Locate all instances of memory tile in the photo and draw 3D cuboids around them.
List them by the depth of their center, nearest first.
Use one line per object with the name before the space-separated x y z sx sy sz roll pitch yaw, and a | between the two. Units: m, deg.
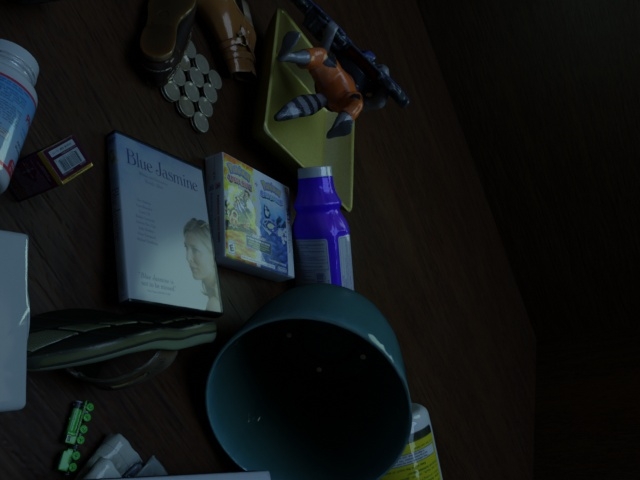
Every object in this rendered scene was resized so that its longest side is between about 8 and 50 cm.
memory tile | -0.219 -0.266 0.995 0.113 0.012 0.148 47 40 -42

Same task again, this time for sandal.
sandal | -0.229 0.135 0.697 0.302 0.120 0.086 13 88 -62

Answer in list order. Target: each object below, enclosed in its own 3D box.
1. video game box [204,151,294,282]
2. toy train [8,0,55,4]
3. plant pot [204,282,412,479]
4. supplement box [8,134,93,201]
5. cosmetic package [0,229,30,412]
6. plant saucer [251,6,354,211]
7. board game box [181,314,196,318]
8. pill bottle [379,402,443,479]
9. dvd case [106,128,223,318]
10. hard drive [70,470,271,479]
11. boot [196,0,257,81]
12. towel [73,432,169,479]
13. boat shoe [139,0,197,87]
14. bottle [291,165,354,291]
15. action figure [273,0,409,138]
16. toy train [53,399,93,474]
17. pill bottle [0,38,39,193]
video game box | -0.122 -0.035 1.033 0.205 0.048 0.187 23 55 -56
toy train | -0.301 -0.384 0.598 0.142 0.334 0.190 -23 101 -31
plant pot | -0.004 0.201 0.911 0.235 0.292 0.293 -66 136 -70
supplement box | -0.314 -0.083 0.664 0.043 0.083 0.055 63 31 -22
cosmetic package | -0.354 0.067 0.452 0.183 0.151 0.151 18 63 -57
plant saucer | -0.039 -0.264 1.251 0.332 0.080 0.333 39 45 -47
board game box | -0.209 0.057 0.859 0.090 0.020 0.090 48 38 -41
pill bottle | 0.151 0.504 1.134 0.188 0.187 0.334 -1 78 -61
dvd case | -0.220 -0.019 0.834 0.180 0.022 0.253 21 52 -55
hard drive | -0.165 0.383 0.671 0.318 0.040 0.210 31 54 -55
boot | -0.177 -0.381 1.065 0.197 0.072 0.153 -5 86 -59
towel | -0.221 0.427 0.634 0.312 0.056 0.324 62 31 -24
boat shoe | -0.245 -0.337 0.932 0.073 0.073 0.207 102 -2 -58
bottle | 0.000 0.000 1.118 0.092 0.118 0.283 -11 97 -46
action figure | 0.000 -0.344 1.173 0.341 0.178 0.330 46 24 1
toy train | -0.281 0.221 0.660 0.023 0.017 0.083 33 49 -38
pill bottle | -0.354 -0.132 0.612 0.087 0.087 0.160 40 45 -47
